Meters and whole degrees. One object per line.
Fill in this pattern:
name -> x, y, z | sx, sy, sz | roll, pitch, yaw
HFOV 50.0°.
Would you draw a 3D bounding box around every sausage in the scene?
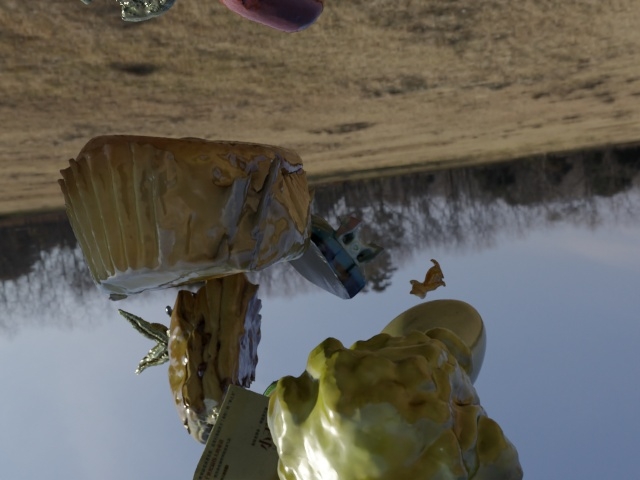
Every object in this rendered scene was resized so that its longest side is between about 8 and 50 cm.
sausage -> -0.109, -0.536, 1.457 | 0.152, 0.151, 0.280 | -4, 173, 42

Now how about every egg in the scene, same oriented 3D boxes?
egg -> 0.197, 0.213, 1.256 | 0.254, 0.188, 0.189 | -43, -164, -18

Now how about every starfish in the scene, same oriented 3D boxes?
starfish -> -0.406, 0.291, 1.836 | 0.358, 0.347, 0.078 | -17, -151, 41

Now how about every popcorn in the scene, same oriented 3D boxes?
popcorn -> 0.083, 0.208, 0.683 | 0.235, 0.241, 0.250 | 3, -174, 31

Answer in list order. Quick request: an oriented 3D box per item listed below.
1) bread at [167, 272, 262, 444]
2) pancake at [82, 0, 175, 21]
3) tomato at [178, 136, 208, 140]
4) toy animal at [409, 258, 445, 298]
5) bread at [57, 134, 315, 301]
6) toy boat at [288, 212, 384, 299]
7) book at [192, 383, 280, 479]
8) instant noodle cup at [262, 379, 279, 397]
bread -> -0.244, 0.266, 1.533 | 0.192, 0.369, 0.314 | 5, 146, 1
pancake -> -0.424, -0.566, 1.488 | 0.254, 0.037, 0.253 | -1, 158, -1
tomato -> -0.306, -0.090, 1.460 | 0.304, 0.238, 0.303 | -7, -142, 5
toy animal -> 0.230, 0.089, 1.514 | 0.083, 0.081, 0.060 | -18, -156, 2
bread -> -0.137, -0.044, 0.791 | 0.236, 0.183, 0.388 | -10, 180, 6
toy boat -> 0.000, 0.000, 1.102 | 0.092, 0.134, 0.299 | -40, -160, -10
book -> -0.036, 0.354, 1.038 | 0.290, 0.201, 0.026 | 18, 149, 5
instant noodle cup -> -0.036, 0.430, 1.704 | 0.207, 0.206, 0.233 | -8, 179, -30
